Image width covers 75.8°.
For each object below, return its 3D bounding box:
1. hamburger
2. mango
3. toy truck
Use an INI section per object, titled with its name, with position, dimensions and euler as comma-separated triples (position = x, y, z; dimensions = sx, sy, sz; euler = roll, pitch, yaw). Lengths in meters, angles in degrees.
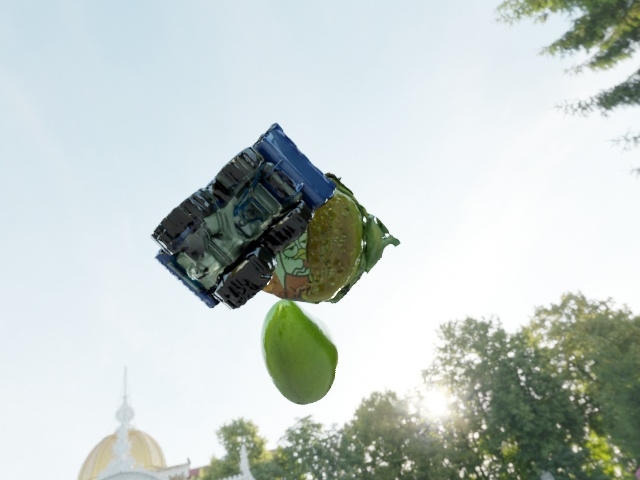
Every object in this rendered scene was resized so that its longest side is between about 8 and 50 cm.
[hamburger]
position = 0.003, 0.001, 0.651
dimensions = 0.125, 0.235, 0.214
euler = -23, -52, -71
[mango]
position = -0.051, 0.266, 1.002
dimensions = 0.192, 0.155, 0.343
euler = -48, -39, -31
[toy truck]
position = -0.082, -0.026, 0.464
dimensions = 0.113, 0.208, 0.126
euler = 46, -36, -11
